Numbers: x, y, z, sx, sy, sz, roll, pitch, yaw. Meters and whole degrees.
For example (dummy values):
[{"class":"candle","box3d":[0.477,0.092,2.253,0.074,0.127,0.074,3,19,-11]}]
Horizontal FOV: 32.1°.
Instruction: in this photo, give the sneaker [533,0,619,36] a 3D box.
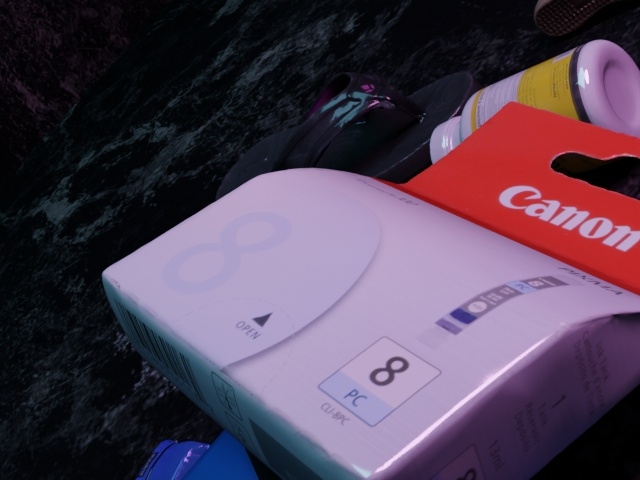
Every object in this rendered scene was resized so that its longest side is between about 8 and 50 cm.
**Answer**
[{"class":"sneaker","box3d":[0.301,-0.277,1.138,0.188,0.066,0.071,-20,33,42]}]

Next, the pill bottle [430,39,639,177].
[{"class":"pill bottle","box3d":[0.190,-0.099,0.981,0.184,0.103,0.103,-21,33,44]}]

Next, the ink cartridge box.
[{"class":"ink cartridge box","box3d":[0.090,0.002,0.736,0.385,0.091,0.308,-36,35,-21]}]

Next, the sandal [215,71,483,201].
[{"class":"sandal","box3d":[-0.001,-0.115,1.308,0.446,0.107,0.167,-14,38,49]}]

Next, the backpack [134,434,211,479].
[{"class":"backpack","box3d":[-0.111,0.219,0.957,0.120,0.101,0.098,-16,30,50]}]

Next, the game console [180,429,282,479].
[{"class":"game console","box3d":[0.010,0.225,0.720,0.293,0.250,0.173,-131,50,-66]}]
